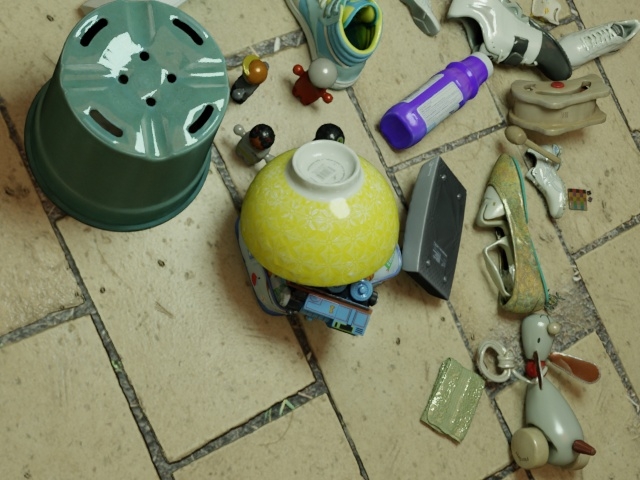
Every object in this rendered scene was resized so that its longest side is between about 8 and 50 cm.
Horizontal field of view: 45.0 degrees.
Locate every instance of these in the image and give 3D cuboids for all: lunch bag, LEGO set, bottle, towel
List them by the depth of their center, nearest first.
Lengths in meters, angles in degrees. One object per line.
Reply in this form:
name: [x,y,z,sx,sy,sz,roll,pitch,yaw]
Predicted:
lunch bag: [0.000,0.000,1.490,0.303,0.115,0.243,-17,84,-22]
towel: [0.274,0.324,1.575,0.110,0.027,0.148,31,70,-14]
bottle: [0.254,-0.304,1.644,0.283,0.118,0.092,-39,94,-24]
LEGO set: [0.497,0.133,1.706,0.083,0.023,0.054,15,72,-4]

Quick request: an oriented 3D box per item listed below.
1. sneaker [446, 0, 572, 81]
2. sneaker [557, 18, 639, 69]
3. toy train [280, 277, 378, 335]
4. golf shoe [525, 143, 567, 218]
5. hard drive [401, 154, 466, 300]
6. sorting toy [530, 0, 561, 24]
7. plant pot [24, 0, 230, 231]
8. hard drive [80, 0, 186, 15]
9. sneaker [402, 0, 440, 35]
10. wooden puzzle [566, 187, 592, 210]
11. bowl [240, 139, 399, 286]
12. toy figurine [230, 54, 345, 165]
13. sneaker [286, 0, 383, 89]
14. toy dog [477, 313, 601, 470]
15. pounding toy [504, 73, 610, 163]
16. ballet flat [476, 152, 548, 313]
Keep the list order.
sneaker: [0.419,-0.444,1.750,0.330,0.122,0.146,38,87,-11]
sneaker: [0.654,-0.477,1.846,0.235,0.095,0.090,-25,91,-22]
toy train: [0.012,0.099,1.375,0.184,0.080,0.105,20,87,-13]
golf shoe: [0.505,-0.131,1.745,0.085,0.069,0.176,-2,74,-4]
hard drive: [0.232,-0.024,1.570,0.172,0.054,0.255,39,57,-49]
sorting toy: [0.546,-0.552,1.849,0.075,0.045,0.083,19,73,-24]
plant pot: [-0.311,-0.212,1.291,0.340,0.334,0.342,4,78,-21]
hard drive: [-0.276,-0.496,1.444,0.307,0.203,0.040,-44,133,-23]
sneaker: [0.224,-0.526,1.712,0.061,0.053,0.152,-36,93,-26]
wooden puzzle: [0.597,-0.095,1.794,0.083,0.006,0.049,4,78,-21]
bowl: [0.003,-0.079,1.337,0.289,0.156,0.290,3,48,-3]
toy figurine: [-0.066,-0.247,1.492,0.209,0.148,0.213,1,80,-21]
sneaker: [0.031,-0.484,1.544,0.127,0.208,0.319,-23,88,-22]
toy dog: [0.483,0.320,1.578,0.220,0.161,0.334,-19,88,-32]
pounding toy: [0.507,-0.272,1.728,0.269,0.154,0.155,-16,124,-17]
ballet flat: [0.393,-0.014,1.648,0.123,0.123,0.349,-8,82,-22]
